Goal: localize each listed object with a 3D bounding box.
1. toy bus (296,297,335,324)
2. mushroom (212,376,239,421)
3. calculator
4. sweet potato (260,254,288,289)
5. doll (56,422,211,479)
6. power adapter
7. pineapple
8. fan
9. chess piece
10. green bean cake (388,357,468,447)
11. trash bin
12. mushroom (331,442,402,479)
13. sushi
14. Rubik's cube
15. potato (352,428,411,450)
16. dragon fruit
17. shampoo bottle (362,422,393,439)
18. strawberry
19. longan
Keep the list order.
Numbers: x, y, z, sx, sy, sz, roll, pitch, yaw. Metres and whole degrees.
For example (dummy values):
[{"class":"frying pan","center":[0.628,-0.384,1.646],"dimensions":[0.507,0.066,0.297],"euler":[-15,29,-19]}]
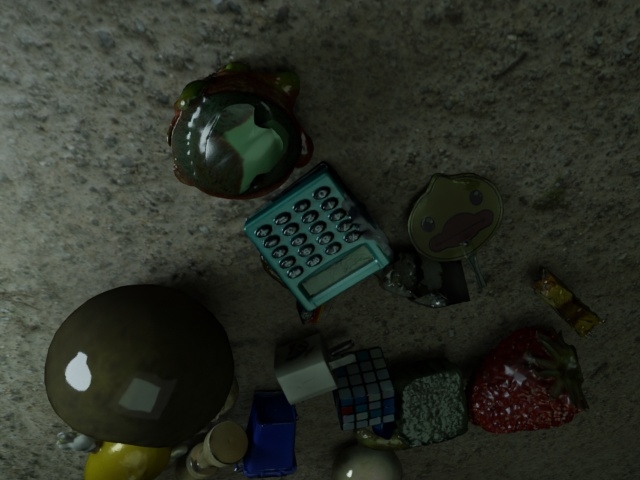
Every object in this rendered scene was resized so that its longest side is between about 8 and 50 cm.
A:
[{"class":"toy bus","center":[-0.003,0.118,1.344],"dimensions":[0.077,0.079,0.174],"euler":[5,126,-22]},{"class":"mushroom","center":[-0.296,0.401,1.478],"dimensions":[0.166,0.127,0.166],"euler":[-8,125,-12]},{"class":"calculator","center":[0.000,0.000,1.201],"dimensions":[0.248,0.058,0.274],"euler":[-32,109,12]},{"class":"sweet potato","center":[-0.096,0.076,1.309],"dimensions":[0.041,0.038,0.153],"euler":[-35,115,14]},{"class":"doll","center":[-0.506,0.566,1.545],"dimensions":[0.423,0.161,0.348],"euler":[-18,134,-5]},{"class":"power adapter","center":[-0.004,0.319,1.462],"dimensions":[0.204,0.130,0.125],"euler":[-22,110,4]},{"class":"pineapple","center":[0.632,0.151,1.485],"dimensions":[0.233,0.135,0.079],"euler":[41,98,-23]},{"class":"fan","center":[0.328,-0.016,1.302],"dimensions":[0.229,0.011,0.335],"euler":[-29,118,2]},{"class":"chess piece","center":[-0.340,0.645,1.642],"dimensions":[0.117,0.117,0.397],"euler":[17,139,-25]},{"class":"green bean cake","center":[0.303,0.466,1.616],"dimensions":[0.222,0.125,0.227],"euler":[-10,95,-11]},{"class":"trash bin","center":[-0.153,0.558,1.626],"dimensions":[0.184,0.162,0.235],"euler":[1,123,-14]},{"class":"mushroom","center":[0.156,0.792,1.869],"dimensions":[0.260,0.254,0.234],"euler":[-43,172,-2]},{"class":"sushi","center":[0.216,0.097,1.356],"dimensions":[0.272,0.134,0.109],"euler":[2,161,-27]},{"class":"Rubik's cube","center":[0.114,0.409,1.558],"dimensions":[0.155,0.154,0.151],"euler":[-9,130,-6]},{"class":"potato","center":[0.221,0.573,1.726],"dimensions":[0.251,0.149,0.113],"euler":[-3,108,-5]},{"class":"dragon fruit","center":[-0.147,-0.187,1.029],"dimensions":[0.268,0.130,0.295],"euler":[32,117,-27]},{"class":"shampoo bottle","center":[0.125,0.516,1.643],"dimensions":[0.050,0.183,0.087],"euler":[-46,129,-30]},{"class":"strawberry","center":[0.572,0.404,1.623],"dimensions":[0.292,0.292,0.343],"euler":[26,143,-30]},{"class":"longan","center":[-0.377,0.272,1.214],"dimensions":[0.404,0.336,0.405],"euler":[-15,138,-14]}]
